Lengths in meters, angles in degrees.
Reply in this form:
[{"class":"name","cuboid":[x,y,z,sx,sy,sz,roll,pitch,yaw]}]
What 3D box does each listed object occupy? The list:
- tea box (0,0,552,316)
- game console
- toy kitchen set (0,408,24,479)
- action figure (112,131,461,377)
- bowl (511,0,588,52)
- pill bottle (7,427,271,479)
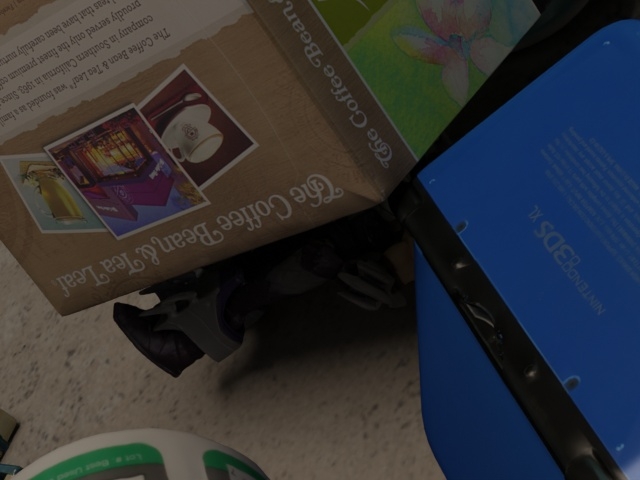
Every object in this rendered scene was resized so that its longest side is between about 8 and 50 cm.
[{"class":"tea box","cuboid":[-0.052,-0.153,1.045,0.329,0.220,0.323,-19,24,45]},{"class":"game console","cuboid":[0.156,0.067,0.813,0.250,0.173,0.293,-38,35,6]},{"class":"toy kitchen set","cuboid":[-0.291,0.154,1.227,0.207,0.166,0.122,-3,54,47]},{"class":"action figure","cuboid":[0.000,0.000,1.112,0.285,0.099,0.185,-29,25,20]},{"class":"bowl","cuboid":[0.104,-0.307,1.161,0.311,0.311,0.163,-11,29,44]},{"class":"pill bottle","cuboid":[-0.076,0.281,0.813,0.204,0.204,0.361,-41,33,12]}]
